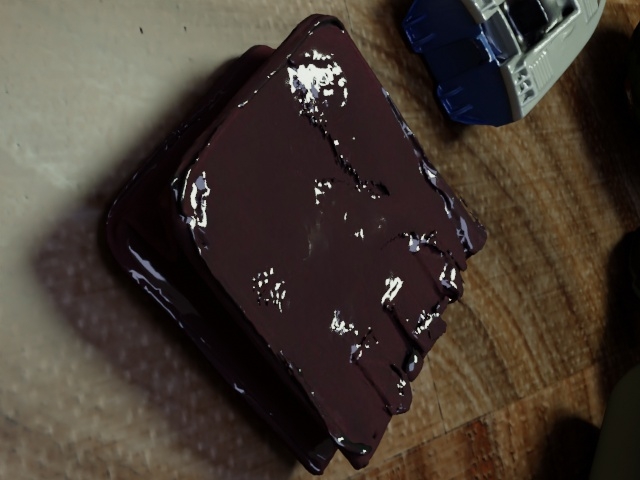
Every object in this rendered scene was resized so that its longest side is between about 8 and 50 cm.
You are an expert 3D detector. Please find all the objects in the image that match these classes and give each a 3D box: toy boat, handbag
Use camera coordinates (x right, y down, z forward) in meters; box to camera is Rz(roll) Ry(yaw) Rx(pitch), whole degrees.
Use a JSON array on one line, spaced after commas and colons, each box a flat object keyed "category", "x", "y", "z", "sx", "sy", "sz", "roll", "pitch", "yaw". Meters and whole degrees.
[{"category": "toy boat", "x": 0.183, "y": -0.212, "z": 0.825, "sx": 0.295, "sy": 0.088, "sz": 0.129, "roll": -45, "pitch": 112, "yaw": -42}, {"category": "handbag", "x": -0.002, "y": 0.000, "z": 0.591, "sx": 0.216, "sy": 0.074, "sz": 0.203, "roll": 53, "pitch": 48, "yaw": -24}]

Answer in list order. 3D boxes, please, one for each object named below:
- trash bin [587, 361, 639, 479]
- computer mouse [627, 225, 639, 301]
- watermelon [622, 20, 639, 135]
[{"category": "trash bin", "x": 0.277, "y": 0.307, "z": 0.654, "sx": 0.280, "sy": 0.280, "sz": 0.432, "roll": 48, "pitch": 46, "yaw": -26}, {"category": "computer mouse", "x": 0.329, "y": 0.052, "z": 0.896, "sx": 0.106, "sy": 0.062, "sz": 0.192, "roll": 22, "pitch": 32, "yaw": -21}, {"category": "watermelon", "x": 0.392, "y": -0.159, "z": 0.942, "sx": 0.212, "sy": 0.212, "sz": 0.212, "roll": 15, "pitch": 69, "yaw": -43}]
